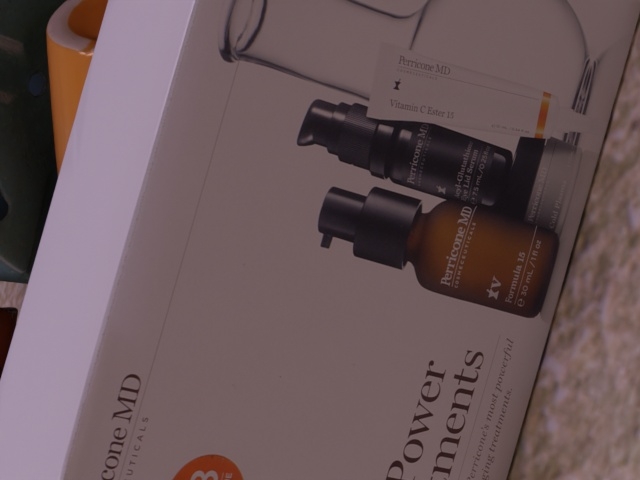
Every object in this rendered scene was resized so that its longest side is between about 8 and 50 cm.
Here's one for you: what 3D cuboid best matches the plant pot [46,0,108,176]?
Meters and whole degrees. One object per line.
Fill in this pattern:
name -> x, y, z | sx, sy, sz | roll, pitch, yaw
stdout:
plant pot -> -0.082, -0.062, 1.117 | 0.205, 0.205, 0.188 | 36, 146, 54

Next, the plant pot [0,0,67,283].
plant pot -> -0.288, -0.115, 1.280 | 0.334, 0.341, 0.341 | 11, 85, 34

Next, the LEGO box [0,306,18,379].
LEGO box -> -0.385, 0.322, 1.378 | 0.372, 0.193, 0.500 | 140, 137, -61

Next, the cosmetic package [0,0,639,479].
cosmetic package -> 0.000, 0.000, 0.969 | 0.097, 0.284, 0.377 | 16, 91, 56
